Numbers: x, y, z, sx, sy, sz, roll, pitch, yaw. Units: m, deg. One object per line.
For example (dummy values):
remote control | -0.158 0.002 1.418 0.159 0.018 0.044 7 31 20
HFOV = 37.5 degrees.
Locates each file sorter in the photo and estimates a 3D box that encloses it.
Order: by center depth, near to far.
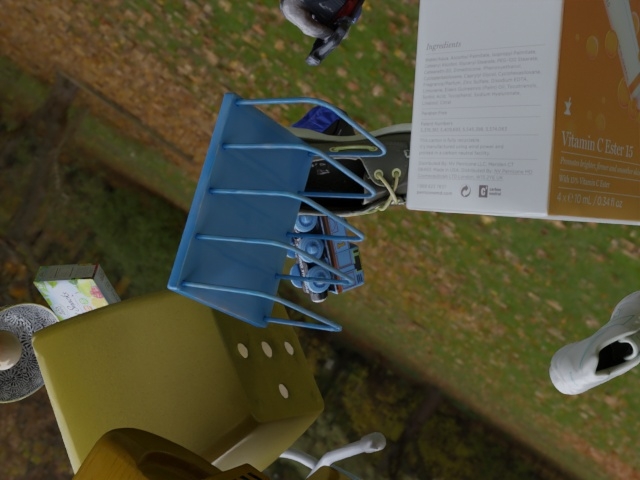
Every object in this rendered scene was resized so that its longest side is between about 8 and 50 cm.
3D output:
file sorter | -0.027 -0.020 0.773 0.104 0.170 0.118 4 163 37

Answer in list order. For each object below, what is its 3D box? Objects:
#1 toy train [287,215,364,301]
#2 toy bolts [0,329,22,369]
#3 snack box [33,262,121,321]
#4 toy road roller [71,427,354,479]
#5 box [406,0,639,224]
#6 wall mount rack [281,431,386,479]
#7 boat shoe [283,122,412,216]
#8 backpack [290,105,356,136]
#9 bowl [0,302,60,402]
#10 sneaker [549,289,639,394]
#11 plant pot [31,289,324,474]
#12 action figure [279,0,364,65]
toy train | 0.000 0.000 1.442 0.080 0.105 0.184 12 118 59
toy bolts | -0.505 0.224 1.333 0.158 0.228 0.218 17 -178 -34
snack box | -0.371 0.093 1.478 0.100 0.037 0.141 -3 139 14
toy road roller | -0.091 0.272 0.805 0.241 0.202 0.329 33 179 13
box | 0.226 -0.194 0.959 0.168 0.345 0.215 6 -177 44
wall mount rack | 0.077 0.326 1.027 0.350 0.304 0.130 29 -154 -7
boat shoe | 0.051 -0.076 1.135 0.305 0.091 0.109 1 132 2
backpack | -0.007 -0.178 1.714 0.101 0.120 0.098 30 158 43
bowl | -0.507 0.168 1.519 0.080 0.170 0.170 23 168 41
sneaker | 0.277 0.090 0.845 0.053 0.152 0.061 58 156 0
plant pot | -0.126 0.148 0.957 0.212 0.187 0.212 9 -126 -62
action figure | 0.030 -0.494 1.635 0.178 0.341 0.330 32 147 -8
